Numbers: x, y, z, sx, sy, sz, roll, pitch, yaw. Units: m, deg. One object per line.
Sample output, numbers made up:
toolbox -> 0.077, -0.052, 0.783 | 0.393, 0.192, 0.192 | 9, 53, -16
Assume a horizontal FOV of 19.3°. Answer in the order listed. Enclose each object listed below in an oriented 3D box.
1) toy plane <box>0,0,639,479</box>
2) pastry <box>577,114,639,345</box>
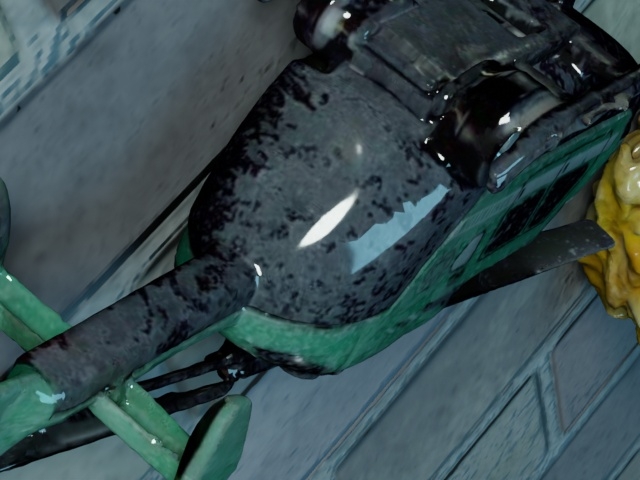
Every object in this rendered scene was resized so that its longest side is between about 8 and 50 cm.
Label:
toy plane -> 0.000, 0.000, 0.569 | 0.381, 0.106, 0.155 | -31, 154, -50
pastry -> 0.222, -0.044, 0.870 | 0.250, 0.102, 0.154 | -40, 136, -26
